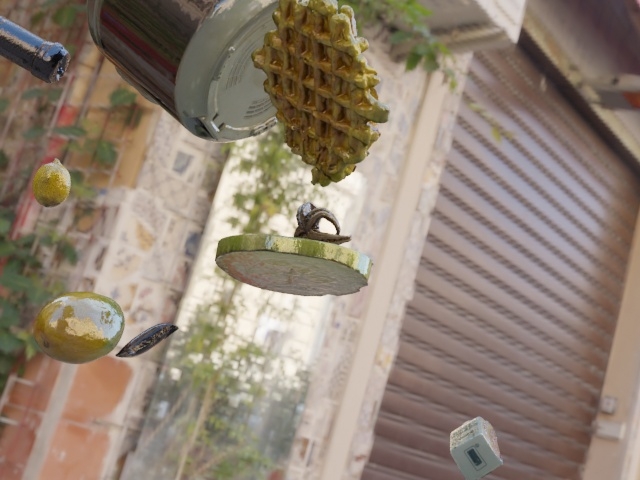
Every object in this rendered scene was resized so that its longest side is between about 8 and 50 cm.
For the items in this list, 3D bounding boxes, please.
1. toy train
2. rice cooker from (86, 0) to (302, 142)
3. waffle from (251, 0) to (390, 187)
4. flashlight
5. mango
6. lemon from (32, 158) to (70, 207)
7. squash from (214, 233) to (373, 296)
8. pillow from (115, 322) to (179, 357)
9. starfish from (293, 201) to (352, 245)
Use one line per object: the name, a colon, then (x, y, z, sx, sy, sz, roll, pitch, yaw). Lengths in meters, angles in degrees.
toy train: (0.201, 0.261, 1.276, 0.051, 0.052, 0.234, 59, 7, 4)
rice cooker: (-0.183, -0.353, 1.560, 0.325, 0.335, 0.335, 40, -3, 23)
waffle: (-0.004, -0.200, 1.262, 0.059, 0.243, 0.238, -25, -3, -28)
flashlight: (-0.540, -0.347, 1.662, 0.232, 0.093, 0.093, 30, -13, -1)
mango: (-0.414, 0.149, 1.704, 0.092, 0.130, 0.195, -24, 3, 26)
lemon: (-0.597, -0.127, 2.165, 0.082, 0.110, 0.082, 14, -1, 0)
squash: (-0.037, 0.030, 1.356, 0.219, 0.041, 0.219, 7, -17, 2)
pillow: (-0.430, 0.247, 2.410, 0.048, 0.150, 0.090, 55, -30, 7)
starfish: (0.002, 0.000, 2.025, 0.074, 0.146, 0.190, -5, 13, -26)
